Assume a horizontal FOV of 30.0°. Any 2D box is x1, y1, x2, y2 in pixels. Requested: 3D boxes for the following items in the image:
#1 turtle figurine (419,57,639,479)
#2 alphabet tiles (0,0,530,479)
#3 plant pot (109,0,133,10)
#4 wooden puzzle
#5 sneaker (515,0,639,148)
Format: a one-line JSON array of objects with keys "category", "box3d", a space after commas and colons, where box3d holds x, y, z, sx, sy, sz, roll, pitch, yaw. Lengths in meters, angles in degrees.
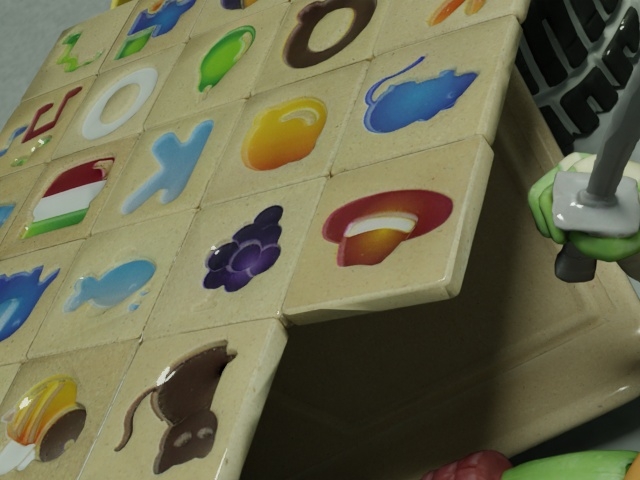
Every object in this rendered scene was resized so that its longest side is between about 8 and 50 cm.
[{"category": "turtle figurine", "box3d": [0.080, 0.081, 0.343, 0.266, 0.275, 0.198, -38, 80, 28]}, {"category": "alphabet tiles", "box3d": [-0.048, -0.046, 0.467, 0.285, 0.011, 0.342, -13, 42, 35]}, {"category": "plant pot", "box3d": [-0.030, -0.112, 0.636, 0.134, 0.095, 0.134, -14, 52, 19]}, {"category": "wooden puzzle", "box3d": [0.000, 0.000, 0.522, 0.221, 0.044, 0.238, -29, 73, 17]}, {"category": "sneaker", "box3d": [0.109, -0.119, 0.585, 0.094, 0.081, 0.208, 22, 64, 47]}]
